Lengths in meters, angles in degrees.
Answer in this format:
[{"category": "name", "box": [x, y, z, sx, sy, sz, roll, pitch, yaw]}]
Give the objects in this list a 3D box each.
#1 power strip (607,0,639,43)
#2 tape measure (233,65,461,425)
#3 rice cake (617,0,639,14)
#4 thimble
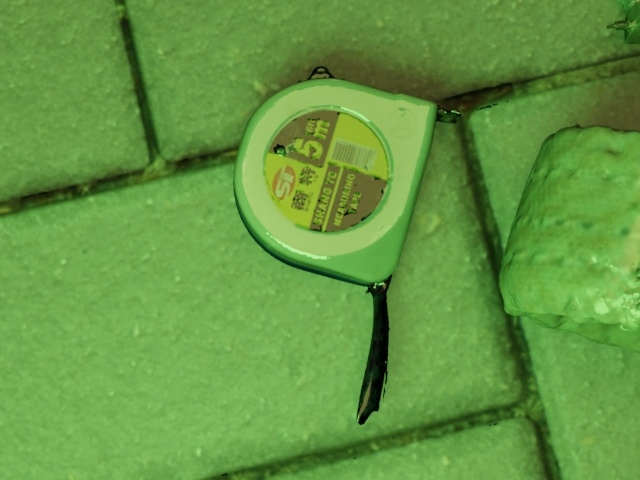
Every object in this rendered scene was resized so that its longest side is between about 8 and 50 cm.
[{"category": "power strip", "box": [0.421, -0.239, 1.499, 0.226, 0.080, 0.029, -3, 80, -1]}, {"category": "tape measure", "box": [0.000, 0.000, 1.453, 0.215, 0.098, 0.351, 15, 80, 0]}, {"category": "rice cake", "box": [0.442, -0.308, 1.526, 0.245, 0.045, 0.042, -21, 83, -3]}, {"category": "thimble", "box": [0.327, 0.009, 1.362, 0.291, 0.291, 0.195, 13, 83, 1]}]
